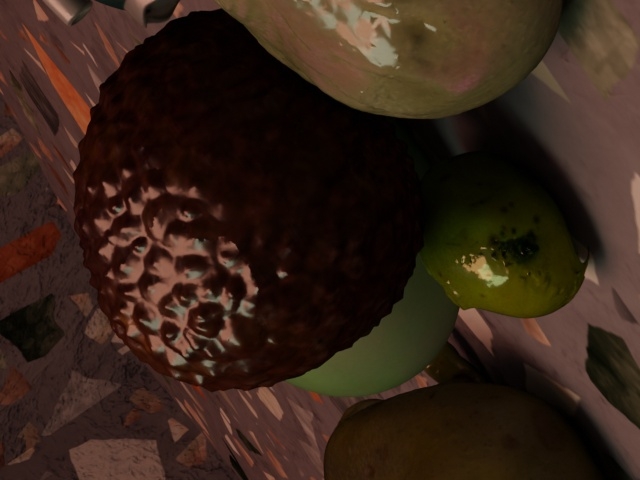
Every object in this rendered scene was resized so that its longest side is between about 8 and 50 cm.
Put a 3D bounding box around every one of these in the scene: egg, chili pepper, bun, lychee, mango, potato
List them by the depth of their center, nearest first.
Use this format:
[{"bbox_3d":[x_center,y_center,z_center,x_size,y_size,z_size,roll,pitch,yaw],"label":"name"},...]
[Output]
[{"bbox_3d":[0.008,-0.180,1.119,0.283,0.179,0.283,49,167,15],"label":"bun"},{"bbox_3d":[-0.050,-0.027,1.273,0.260,0.260,0.260,52,167,17],"label":"lychee"},{"bbox_3d":[0.119,-0.003,1.344,0.119,0.100,0.178,58,175,-23],"label":"mango"},{"bbox_3d":[0.000,0.000,1.507,0.270,0.220,0.220,52,168,-7],"label":"egg"},{"bbox_3d":[0.117,0.230,1.673,0.218,0.202,0.351,45,164,-30],"label":"potato"},{"bbox_3d":[0.152,0.164,1.771,0.208,0.049,0.043,56,-158,-15],"label":"chili pepper"}]

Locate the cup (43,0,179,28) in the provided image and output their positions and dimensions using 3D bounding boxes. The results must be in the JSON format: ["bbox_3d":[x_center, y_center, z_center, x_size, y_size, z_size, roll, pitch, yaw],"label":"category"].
[{"bbox_3d":[-0.171,-0.276,1.595,0.173,0.167,0.300,46,142,2],"label":"cup"}]
